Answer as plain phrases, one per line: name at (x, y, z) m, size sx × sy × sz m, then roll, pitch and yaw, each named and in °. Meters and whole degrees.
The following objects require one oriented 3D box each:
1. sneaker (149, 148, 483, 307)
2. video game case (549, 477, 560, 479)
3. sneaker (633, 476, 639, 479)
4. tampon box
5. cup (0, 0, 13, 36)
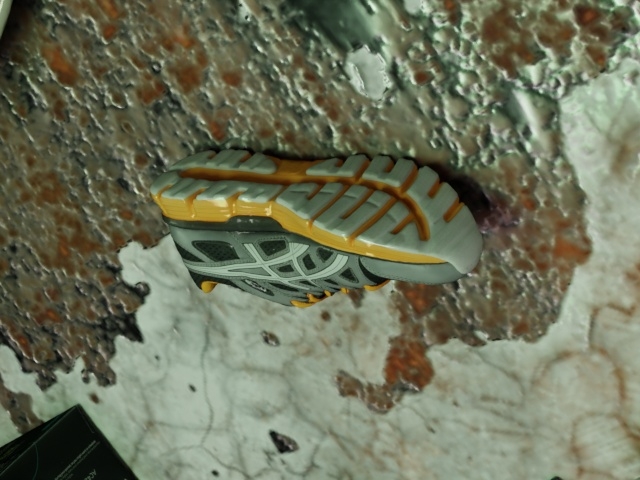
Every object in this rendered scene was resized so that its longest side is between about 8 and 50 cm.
sneaker at (0.000, 0.000, 0.917) m, size 0.215 × 0.084 × 0.083 m, roll 11°, pitch 124°, yaw 35°
video game case at (0.149, 0.296, 1.037) m, size 0.196 × 0.026 × 0.274 m, roll 40°, pitch 127°, yaw 3°
sneaker at (0.308, 0.155, 0.826) m, size 0.292 × 0.108 × 0.169 m, roll 21°, pitch 124°, yaw 5°
tampon box at (-0.225, 0.213, 1.131) m, size 0.161 × 0.120 × 0.101 m, roll -30°, pitch 99°, yaw 38°
cup at (-0.373, -0.192, 0.890) m, size 0.237 × 0.331 × 0.331 m, roll 42°, pitch 134°, yaw 36°
